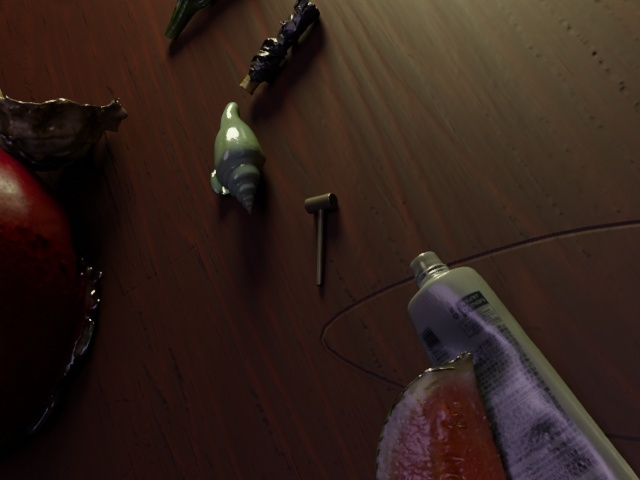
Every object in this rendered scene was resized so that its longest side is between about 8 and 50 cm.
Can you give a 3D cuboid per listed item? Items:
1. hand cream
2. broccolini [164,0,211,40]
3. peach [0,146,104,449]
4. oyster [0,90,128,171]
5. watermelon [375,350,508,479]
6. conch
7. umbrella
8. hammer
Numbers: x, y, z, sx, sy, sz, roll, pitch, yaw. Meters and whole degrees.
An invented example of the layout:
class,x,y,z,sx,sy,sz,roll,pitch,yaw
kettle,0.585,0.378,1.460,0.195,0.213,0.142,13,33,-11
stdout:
class,x,y,z,sx,sy,sz,roll,pitch,yaw
hand cream,0.176,0.146,0.939,0.124,0.077,0.341,-38,59,14
broccolini,-0.166,-0.377,1.427,0.091,0.068,0.203,32,90,22
peach,-0.489,0.084,1.316,0.339,0.353,0.417,-4,109,41
oyster,-0.428,-0.174,1.439,0.337,0.197,0.133,11,81,47
watermelon,0.114,0.227,0.909,0.119,0.063,0.245,-13,76,27
conch,-0.102,-0.095,1.255,0.065,0.088,0.180,-2,49,-13
umbrella,-0.054,-0.251,1.302,0.037,0.040,0.144,41,96,32
hammer,0.000,0.000,1.159,0.035,0.019,0.110,-11,68,32
